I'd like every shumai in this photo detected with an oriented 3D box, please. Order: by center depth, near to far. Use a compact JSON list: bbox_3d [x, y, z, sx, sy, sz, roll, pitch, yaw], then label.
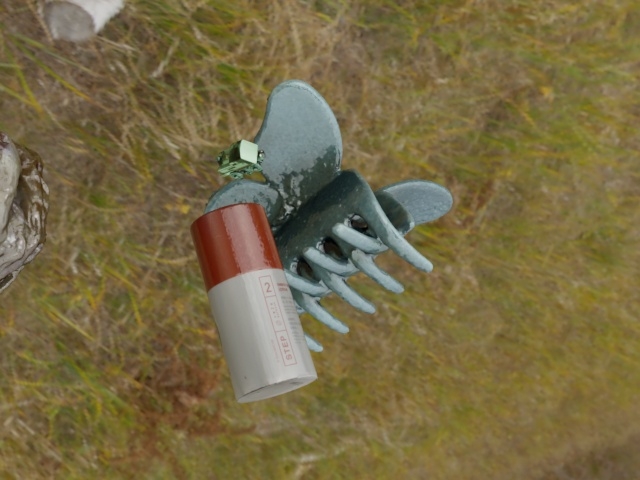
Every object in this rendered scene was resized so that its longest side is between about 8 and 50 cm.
[{"bbox_3d":[-0.413,-0.037,1.066,0.218,0.184,0.185,-55,148,-7],"label":"shumai"}]

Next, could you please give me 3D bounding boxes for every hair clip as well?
[{"bbox_3d":[0.000,0.000,1.539,0.318,0.238,0.392,-38,127,26],"label":"hair clip"}]

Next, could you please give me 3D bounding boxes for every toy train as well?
[{"bbox_3d":[-0.114,-0.111,1.354,0.053,0.083,0.033,19,66,-39],"label":"toy train"}]

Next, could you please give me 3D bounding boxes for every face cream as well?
[{"bbox_3d":[-0.080,0.072,1.128,0.096,0.214,0.096,-17,164,-5],"label":"face cream"}]
